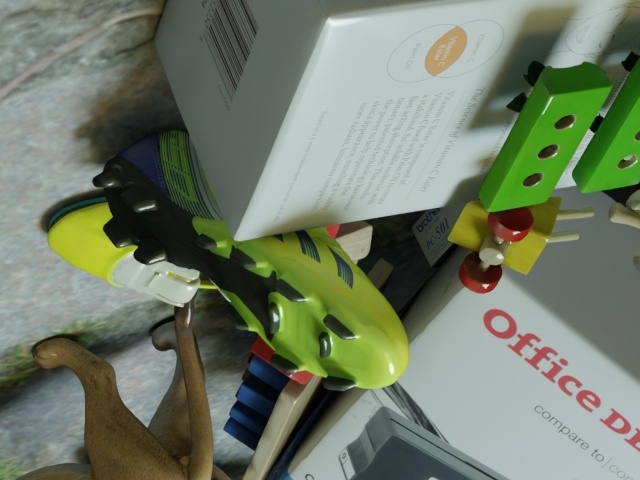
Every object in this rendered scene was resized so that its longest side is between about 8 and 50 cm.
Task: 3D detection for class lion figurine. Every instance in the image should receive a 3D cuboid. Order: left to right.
[{"bbox_3d":[-0.210,0.228,1.482,0.392,0.240,0.142,-37,150,22],"label":"lion figurine"}]

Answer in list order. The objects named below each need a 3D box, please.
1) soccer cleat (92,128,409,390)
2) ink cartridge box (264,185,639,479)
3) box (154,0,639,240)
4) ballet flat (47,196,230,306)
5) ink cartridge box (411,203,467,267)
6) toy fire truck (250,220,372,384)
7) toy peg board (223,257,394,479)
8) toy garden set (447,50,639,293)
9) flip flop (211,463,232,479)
[{"bbox_3d":[-0.031,-0.002,1.201,0.121,0.289,0.093,-31,133,-29],"label":"soccer cleat"},{"bbox_3d":[0.160,0.172,1.490,0.395,0.285,0.166,-51,-178,40],"label":"ink cartridge box"},{"bbox_3d":[0.099,-0.148,1.138,0.345,0.168,0.215,-9,149,-25],"label":"box"},{"bbox_3d":[-0.092,0.013,1.371,0.231,0.077,0.077,3,141,-40],"label":"ballet flat"},{"bbox_3d":[0.170,-0.055,1.489,0.097,0.046,0.207,-2,145,-38],"label":"ink cartridge box"},{"bbox_3d":[0.000,0.000,1.354,0.192,0.047,0.135,-55,143,-4],"label":"toy fire truck"},{"bbox_3d":[-0.029,0.094,1.498,0.160,0.079,0.161,-52,170,-35],"label":"toy peg board"},{"bbox_3d":[0.200,-0.059,1.143,0.244,0.049,0.204,-10,148,-25],"label":"toy garden set"},{"bbox_3d":[-0.109,0.237,1.741,0.277,0.112,0.080,13,109,-46],"label":"flip flop"}]
